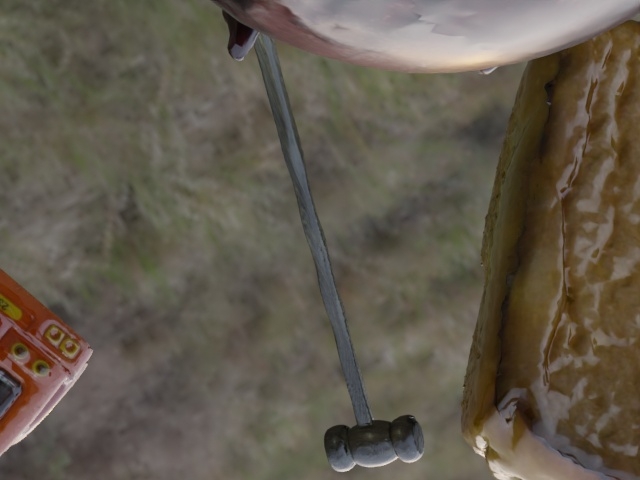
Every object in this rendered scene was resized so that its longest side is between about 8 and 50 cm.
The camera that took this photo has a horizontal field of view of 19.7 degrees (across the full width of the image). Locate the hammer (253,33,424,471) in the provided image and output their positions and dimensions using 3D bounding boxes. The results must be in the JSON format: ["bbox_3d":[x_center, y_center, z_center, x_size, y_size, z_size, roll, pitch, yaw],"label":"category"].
[{"bbox_3d":[0.000,0.000,1.104,0.058,0.292,0.029,-11,-169,17],"label":"hammer"}]

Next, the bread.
[{"bbox_3d":[0.264,0.038,1.179,0.328,0.337,0.148,10,158,-1],"label":"bread"}]

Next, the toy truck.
[{"bbox_3d":[-0.206,0.086,0.816,0.253,0.107,0.114,-39,-166,49],"label":"toy truck"}]

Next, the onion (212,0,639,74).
[{"bbox_3d":[0.037,-0.153,0.480,0.221,0.281,0.281,29,130,-19],"label":"onion"}]
